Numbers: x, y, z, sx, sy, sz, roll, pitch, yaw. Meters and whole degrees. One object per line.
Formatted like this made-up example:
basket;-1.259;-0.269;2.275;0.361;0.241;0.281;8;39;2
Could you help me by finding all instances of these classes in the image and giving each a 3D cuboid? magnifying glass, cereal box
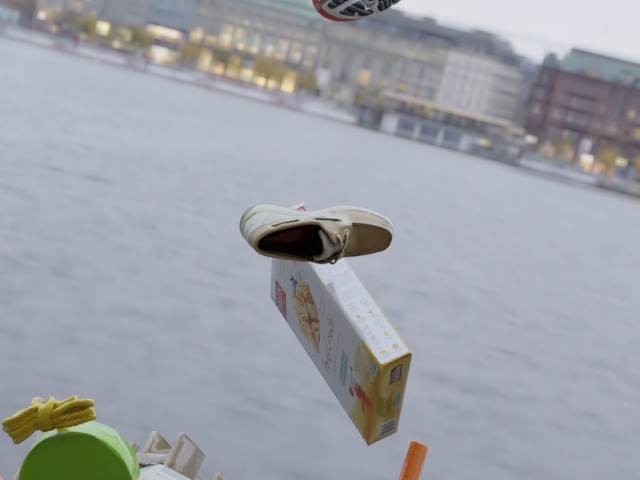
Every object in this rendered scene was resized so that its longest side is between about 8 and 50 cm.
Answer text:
magnifying glass;0.075;0.337;1.744;0.026;0.231;0.092;17;-17;16
cereal box;0.017;0.095;1.781;0.047;0.173;0.240;-24;57;-20

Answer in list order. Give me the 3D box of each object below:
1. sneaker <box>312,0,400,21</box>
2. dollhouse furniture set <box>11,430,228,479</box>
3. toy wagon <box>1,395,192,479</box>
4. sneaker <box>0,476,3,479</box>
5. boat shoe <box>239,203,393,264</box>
sneaker;0.060;-0.340;1.837;0.107;0.279;0.118;41;-38;-13
dollhouse furniture set;-0.198;0.328;1.651;0.212;0.161;0.242;-2;-41;37
toy wagon;-0.136;0.263;1.114;0.267;0.344;0.068;-15;11;7
sneaker;-0.335;0.301;1.372;0.124;0.321;0.180;-4;52;-44
boat shoe;0.000;0.000;1.315;0.135;0.050;0.045;0;32;-15
